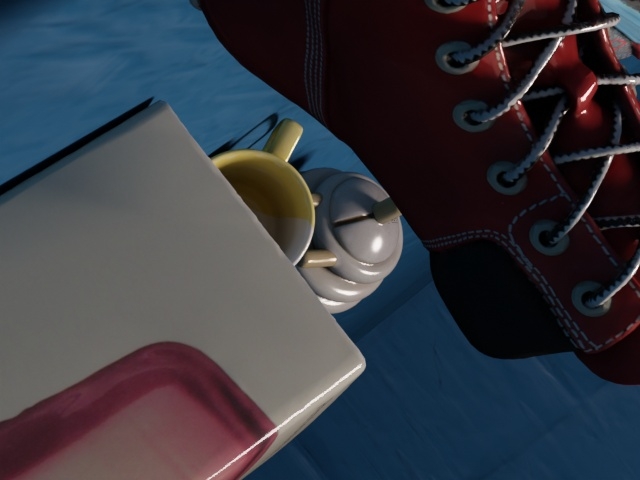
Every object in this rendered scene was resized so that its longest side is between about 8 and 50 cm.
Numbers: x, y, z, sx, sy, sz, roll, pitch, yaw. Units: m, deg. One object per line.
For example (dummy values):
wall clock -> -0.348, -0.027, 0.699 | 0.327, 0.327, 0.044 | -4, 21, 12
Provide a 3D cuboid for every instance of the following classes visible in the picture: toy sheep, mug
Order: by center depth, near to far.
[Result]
mug -> -0.032, -0.012, 0.864 | 0.078, 0.062, 0.064 | -30, -179, -10
toy sheep -> 0.000, 0.000, 1.028 | 0.132, 0.091, 0.091 | -17, -169, 46

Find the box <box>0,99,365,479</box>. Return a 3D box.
box -> -0.124, 0.079, 0.657 | 0.232, 0.127, 0.148 | -34, 173, -32

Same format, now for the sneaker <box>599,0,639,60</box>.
sneaker -> 0.065, -0.082, 0.686 | 0.125, 0.104, 0.262 | -37, 174, 11

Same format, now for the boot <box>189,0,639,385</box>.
boot -> 0.048, -0.058, 0.399 | 0.088, 0.176, 0.244 | -35, 172, -17
